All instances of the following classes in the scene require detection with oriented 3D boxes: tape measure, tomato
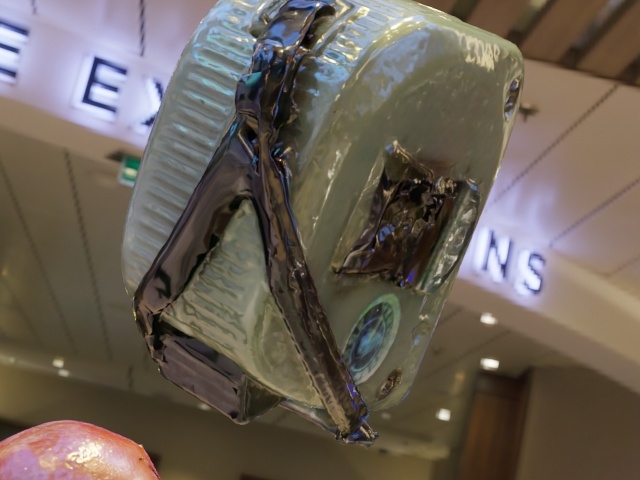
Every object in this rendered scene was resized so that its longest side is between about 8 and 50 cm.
[{"bbox_3d":[0.000,0.000,0.573,0.115,0.235,0.207,26,13,26],"label":"tape measure"},{"bbox_3d":[-0.249,0.275,1.209,0.208,0.184,0.208,18,-43,18],"label":"tomato"}]
